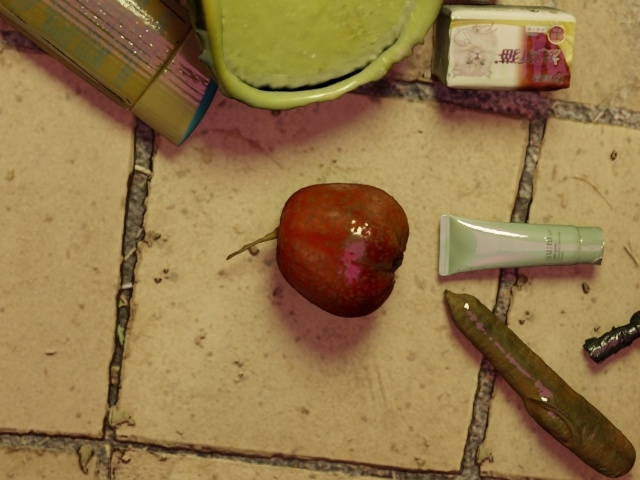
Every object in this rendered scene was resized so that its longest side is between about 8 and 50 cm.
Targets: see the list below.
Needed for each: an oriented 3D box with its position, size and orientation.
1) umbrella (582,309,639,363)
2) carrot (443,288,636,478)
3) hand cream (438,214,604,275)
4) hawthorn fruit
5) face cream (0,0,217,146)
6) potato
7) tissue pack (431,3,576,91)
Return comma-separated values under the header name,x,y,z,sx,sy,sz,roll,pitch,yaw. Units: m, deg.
name,x,y,z,sx,sy,sz,roll,pitch,yaw
umbrella,0.405,0.112,1.872,0.144,0.040,0.037,-28,112,4
carrot,0.274,0.184,1.863,0.342,0.070,0.070,43,95,-12
hand cream,0.249,0.005,1.826,0.205,0.050,0.078,0,103,-2
hawthorn fruit,0.000,0.000,1.757,0.203,0.162,0.162,20,101,8
face cream,-0.237,-0.244,1.700,0.285,0.067,0.139,37,97,-12
potato,-0.037,-0.313,1.660,0.330,0.213,0.280,1,121,-16
tissue pack,0.214,-0.228,1.736,0.149,0.106,0.099,1,104,-6
